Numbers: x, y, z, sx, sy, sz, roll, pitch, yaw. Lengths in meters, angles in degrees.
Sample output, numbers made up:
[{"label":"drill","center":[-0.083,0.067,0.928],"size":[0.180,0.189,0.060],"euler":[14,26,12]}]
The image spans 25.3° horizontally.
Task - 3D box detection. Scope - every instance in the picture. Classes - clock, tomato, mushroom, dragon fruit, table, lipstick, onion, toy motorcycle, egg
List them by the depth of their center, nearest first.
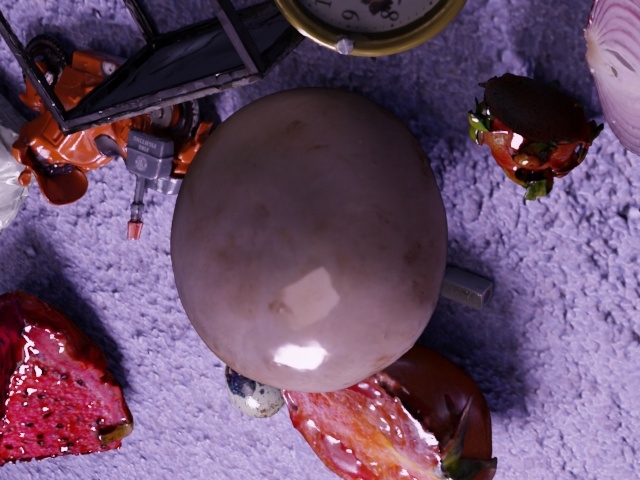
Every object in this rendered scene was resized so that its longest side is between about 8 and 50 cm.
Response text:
[{"label":"onion","center":[0.344,-0.179,1.395],"size":[0.151,0.098,0.205],"euler":[35,145,42]},{"label":"clock","center":[0.052,-0.309,1.480],"size":[0.237,0.057,0.237],"euler":[-2,114,-5]},{"label":"dragon fruit","center":[0.230,-0.106,1.518],"size":[0.142,0.138,0.175],"euler":[-1,139,10]},{"label":"table","center":[-0.191,-0.313,1.591],"size":[0.335,0.222,0.272],"euler":[-11,119,40]},{"label":"mushroom","center":[0.000,0.000,1.692],"size":[0.362,0.295,0.362],"euler":[-2,87,39]},{"label":"lipstick","center":[0.151,0.048,1.781],"size":[0.129,0.030,0.030],"euler":[22,135,26]},{"label":"tomato","center":[0.107,0.215,1.849],"size":[0.309,0.170,0.309],"euler":[31,143,28]},{"label":"toy motorcycle","center":[-0.281,-0.135,1.869],"size":[0.326,0.148,0.221],"euler":[20,112,30]},{"label":"egg","center":[-0.094,0.203,2.049],"size":[0.085,0.085,0.110],"euler":[-11,113,41]},{"label":"dragon fruit","center":[-0.431,0.215,2.197],"size":[0.302,0.240,0.330],"euler":[14,142,1]}]

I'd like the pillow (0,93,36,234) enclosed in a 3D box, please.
[{"label":"pillow","center":[-0.536,-0.147,2.046],"size":[0.310,0.138,0.283],"euler":[46,129,-8]}]
